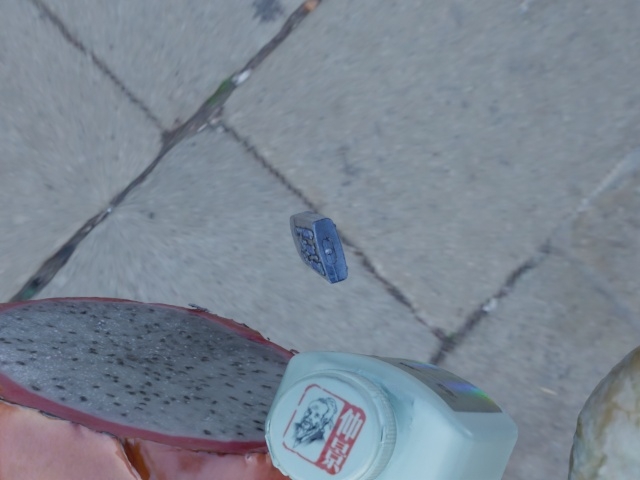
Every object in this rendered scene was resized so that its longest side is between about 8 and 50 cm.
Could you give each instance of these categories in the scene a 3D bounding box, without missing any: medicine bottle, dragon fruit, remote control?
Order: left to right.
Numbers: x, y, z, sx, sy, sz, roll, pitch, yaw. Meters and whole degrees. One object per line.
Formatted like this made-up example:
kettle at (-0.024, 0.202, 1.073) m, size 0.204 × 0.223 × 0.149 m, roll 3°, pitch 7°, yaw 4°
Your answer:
dragon fruit at (-0.146, 0.185, 1.152) m, size 0.305 × 0.305 × 0.226 m, roll 10°, pitch 104°, yaw -8°
remote control at (-0.002, 0.000, 1.127) m, size 0.027 × 0.152 × 0.044 m, roll -10°, pitch 96°, yaw -5°
medicine bottle at (0.037, 0.112, 0.958) m, size 0.121 × 0.229 × 0.083 m, roll 23°, pitch 93°, yaw 19°

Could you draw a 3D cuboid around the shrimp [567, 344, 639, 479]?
shrimp at (0.231, 0.207, 0.890) m, size 0.168 × 0.077 × 0.317 m, roll -22°, pitch 78°, yaw 36°
